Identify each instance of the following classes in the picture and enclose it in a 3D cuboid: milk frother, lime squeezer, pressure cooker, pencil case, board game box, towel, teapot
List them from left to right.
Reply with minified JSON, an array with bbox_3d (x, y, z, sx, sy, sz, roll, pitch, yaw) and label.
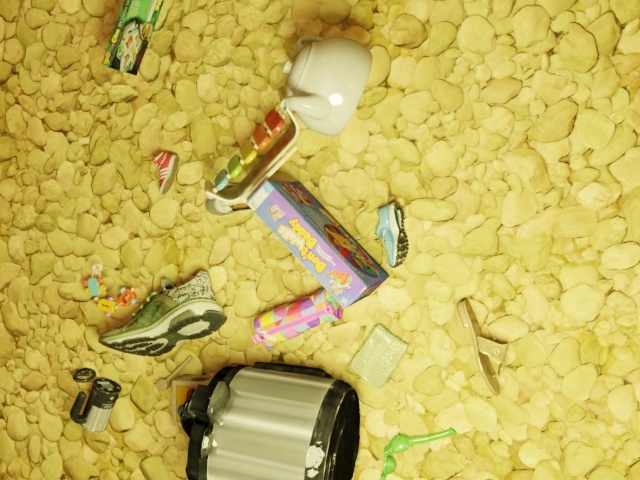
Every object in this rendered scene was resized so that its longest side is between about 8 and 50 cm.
[{"bbox_3d":[-0.672,0.463,2.043,0.143,0.129,0.134,40,109,57],"label":"milk frother"},{"bbox_3d":[-0.501,-0.583,1.889,0.030,0.136,0.259,28,101,18],"label":"board game box"},{"bbox_3d":[-0.139,0.493,1.715,0.421,0.375,0.369,5,98,17],"label":"pressure cooker"},{"bbox_3d":[-0.061,0.204,1.815,0.236,0.104,0.104,-26,85,17],"label":"pencil case"},{"bbox_3d":[-0.001,-0.387,1.668,0.187,0.256,0.252,22,89,-10],"label":"teapot"},{"bbox_3d":[0.000,0.000,1.710,0.347,0.233,0.078,47,106,10],"label":"board game box"},{"bbox_3d":[0.150,0.299,1.788,0.110,0.027,0.148,35,103,12],"label":"towel"},{"bbox_3d":[0.204,0.564,1.784,0.110,0.059,0.310,33,103,-17],"label":"lime squeezer"}]

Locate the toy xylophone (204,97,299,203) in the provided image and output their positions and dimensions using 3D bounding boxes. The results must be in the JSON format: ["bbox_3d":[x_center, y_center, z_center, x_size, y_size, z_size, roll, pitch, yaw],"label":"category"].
[{"bbox_3d":[-0.159,-0.212,1.750,0.081,0.236,0.322,41,90,-21],"label":"toy xylophone"}]

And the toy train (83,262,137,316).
[{"bbox_3d":[-0.605,0.146,2.019,0.166,0.046,0.125,41,103,8],"label":"toy train"}]

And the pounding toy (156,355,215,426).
[{"bbox_3d":[-0.374,0.417,1.933,0.206,0.094,0.181,1,94,18],"label":"pounding toy"}]

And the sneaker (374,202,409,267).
[{"bbox_3d":[0.175,-0.011,1.753,0.073,0.063,0.162,-6,87,36],"label":"sneaker"}]

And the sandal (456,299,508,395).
[{"bbox_3d":[0.408,0.248,1.669,0.079,0.088,0.240,-25,81,24],"label":"sandal"}]

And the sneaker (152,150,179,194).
[{"bbox_3d":[-0.443,-0.191,1.943,0.067,0.042,0.118,20,92,12],"label":"sneaker"}]

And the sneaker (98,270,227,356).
[{"bbox_3d":[-0.441,0.203,1.946,0.410,0.158,0.182,-20,56,20],"label":"sneaker"}]

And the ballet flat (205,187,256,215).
[{"bbox_3d":[-0.223,-0.110,1.863,0.213,0.068,0.072,-7,91,19],"label":"ballet flat"}]
